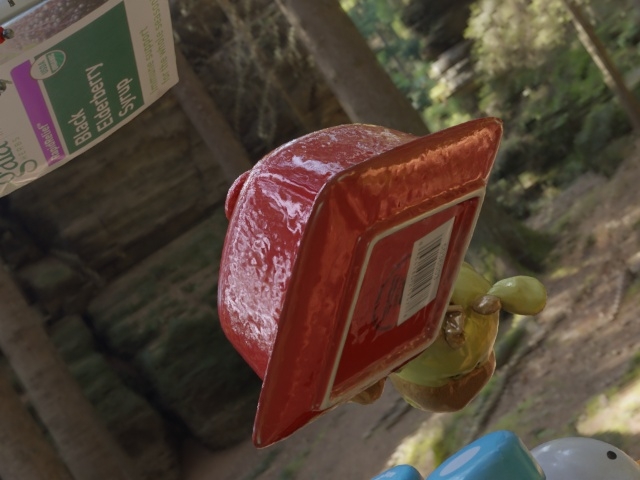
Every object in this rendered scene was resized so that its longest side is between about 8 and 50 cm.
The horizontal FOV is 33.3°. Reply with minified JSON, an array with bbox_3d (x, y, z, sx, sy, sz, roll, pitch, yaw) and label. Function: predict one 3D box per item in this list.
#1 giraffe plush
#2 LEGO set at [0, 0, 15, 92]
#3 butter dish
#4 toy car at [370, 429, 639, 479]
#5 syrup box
[{"bbox_3d":[0.067,0.049,0.759,0.181,0.210,0.170,-47,36,-7],"label":"giraffe plush"},{"bbox_3d":[-0.085,-0.077,0.274,0.024,0.083,0.054,-14,-5,23],"label":"LEGO set"},{"bbox_3d":[0.000,0.000,0.557,0.160,0.118,0.160,-22,-45,-46],"label":"butter dish"},{"bbox_3d":[0.174,0.200,0.720,0.238,0.219,0.210,-35,-2,-37],"label":"toy car"},{"bbox_3d":[-0.155,-0.135,0.371,0.096,0.237,0.093,-37,-15,-16],"label":"syrup box"}]
